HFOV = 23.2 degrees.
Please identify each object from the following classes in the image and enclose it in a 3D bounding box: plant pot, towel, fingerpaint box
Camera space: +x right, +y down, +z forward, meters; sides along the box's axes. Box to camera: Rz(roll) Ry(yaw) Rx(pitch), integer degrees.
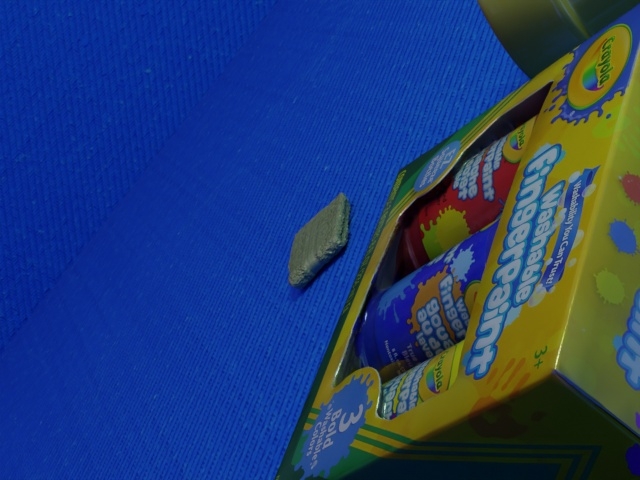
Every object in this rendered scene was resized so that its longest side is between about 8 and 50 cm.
[{"bbox_3d":[0.305,-0.325,1.687,0.239,0.254,0.254,-23,29,26],"label":"plant pot"},{"bbox_3d":[0.000,0.000,2.134,0.110,0.027,0.148,-44,17,22],"label":"towel"},{"bbox_3d":[0.173,0.050,1.351,0.371,0.163,0.444,-34,25,45],"label":"fingerpaint box"}]
